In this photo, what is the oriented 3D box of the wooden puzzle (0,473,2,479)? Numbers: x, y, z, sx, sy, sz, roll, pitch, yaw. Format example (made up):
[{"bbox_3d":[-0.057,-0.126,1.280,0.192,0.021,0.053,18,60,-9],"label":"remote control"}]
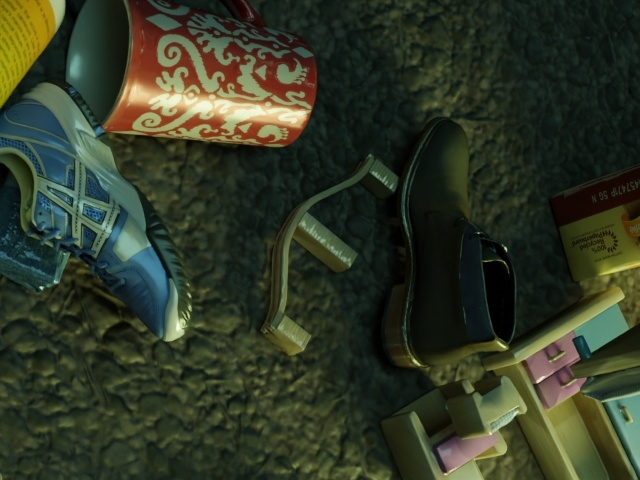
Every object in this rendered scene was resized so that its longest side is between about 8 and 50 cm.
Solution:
[{"bbox_3d":[-0.256,0.196,1.195,0.078,0.014,0.116,-9,83,-31],"label":"wooden puzzle"}]

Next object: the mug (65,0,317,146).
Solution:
[{"bbox_3d":[-0.092,-0.144,1.307,0.169,0.113,0.150,8,105,-32],"label":"mug"}]

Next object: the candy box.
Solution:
[{"bbox_3d":[0.387,-0.047,1.522,0.316,0.183,0.088,-13,86,-31],"label":"candy box"}]

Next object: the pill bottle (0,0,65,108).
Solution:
[{"bbox_3d":[-0.266,-0.155,1.201,0.136,0.136,0.246,39,62,-16],"label":"pill bottle"}]

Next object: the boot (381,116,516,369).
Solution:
[{"bbox_3d":[0.121,-0.001,1.395,0.082,0.106,0.219,24,69,-45],"label":"boot"}]

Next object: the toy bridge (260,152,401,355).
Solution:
[{"bbox_3d":[0.000,0.000,1.381,0.063,0.026,0.188,38,61,-15],"label":"toy bridge"}]

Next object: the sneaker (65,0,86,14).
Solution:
[{"bbox_3d":[-0.159,-0.215,1.339,0.119,0.047,0.057,-33,117,-30],"label":"sneaker"}]

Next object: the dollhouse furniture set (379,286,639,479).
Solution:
[{"bbox_3d":[0.266,0.150,1.336,0.286,0.303,0.198,-27,92,-32],"label":"dollhouse furniture set"}]

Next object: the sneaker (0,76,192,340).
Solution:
[{"bbox_3d":[-0.169,-0.012,1.230,0.081,0.080,0.211,-33,85,-25],"label":"sneaker"}]

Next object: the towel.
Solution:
[{"bbox_3d":[-0.207,-0.026,1.267,0.067,0.029,0.119,28,66,-21],"label":"towel"}]
